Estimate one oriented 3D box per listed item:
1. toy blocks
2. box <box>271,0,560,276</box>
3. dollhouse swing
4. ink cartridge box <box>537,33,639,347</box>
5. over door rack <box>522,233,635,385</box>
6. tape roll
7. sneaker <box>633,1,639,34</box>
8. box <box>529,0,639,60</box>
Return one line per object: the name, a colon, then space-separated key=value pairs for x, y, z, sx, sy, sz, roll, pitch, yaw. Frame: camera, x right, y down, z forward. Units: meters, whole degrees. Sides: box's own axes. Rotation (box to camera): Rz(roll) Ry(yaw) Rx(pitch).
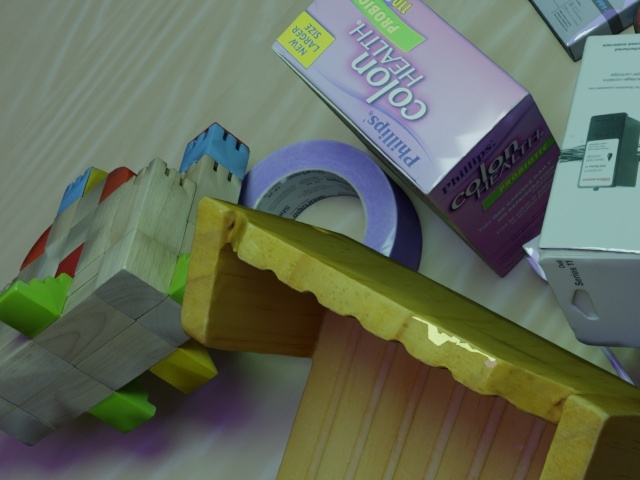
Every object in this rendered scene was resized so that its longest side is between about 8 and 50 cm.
toy blocks: x=-0.213 y=0.025 z=1.159 sx=0.381 sy=0.191 sz=0.260 roll=-35 pitch=31 yaw=34
box: x=0.105 y=-0.107 z=1.060 sx=0.117 sy=0.243 sz=0.213 roll=-45 pitch=61 yaw=4
dollhouse swing: x=0.047 y=0.186 z=0.913 sx=0.347 sy=0.315 sz=0.304 roll=29 pitch=98 yaw=30
ink cartridge box: x=0.248 y=-0.037 z=0.924 sx=0.087 sy=0.153 sz=0.208 roll=3 pitch=60 yaw=29
over door rack: x=0.343 y=0.057 z=0.966 sx=0.240 sy=0.108 sz=0.324 roll=-32 pitch=63 yaw=3
tape roll: x=0.000 y=0.000 z=1.163 sx=0.189 sy=0.080 sz=0.188 roll=-8 pitch=70 yaw=22
sneaker: x=0.403 y=-0.186 z=1.018 sx=0.276 sy=0.135 sz=0.097 roll=21 pitch=84 yaw=29
box: x=0.290 y=-0.287 z=1.156 sx=0.186 sy=0.038 sz=0.145 roll=-33 pitch=63 yaw=10
